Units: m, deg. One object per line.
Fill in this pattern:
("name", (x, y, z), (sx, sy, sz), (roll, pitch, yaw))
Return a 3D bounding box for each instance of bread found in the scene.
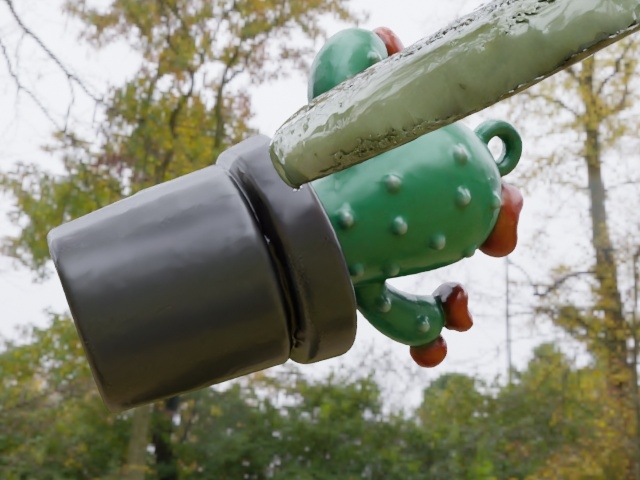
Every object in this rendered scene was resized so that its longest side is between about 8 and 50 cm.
("bread", (0.085, -0.101, 0.510), (0.267, 0.040, 0.267), (-28, 8, 4))

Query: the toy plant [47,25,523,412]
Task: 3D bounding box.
("toy plant", (-0.005, -0.013, 0.781), (0.400, 0.280, 0.185), (-20, -9, -15))
